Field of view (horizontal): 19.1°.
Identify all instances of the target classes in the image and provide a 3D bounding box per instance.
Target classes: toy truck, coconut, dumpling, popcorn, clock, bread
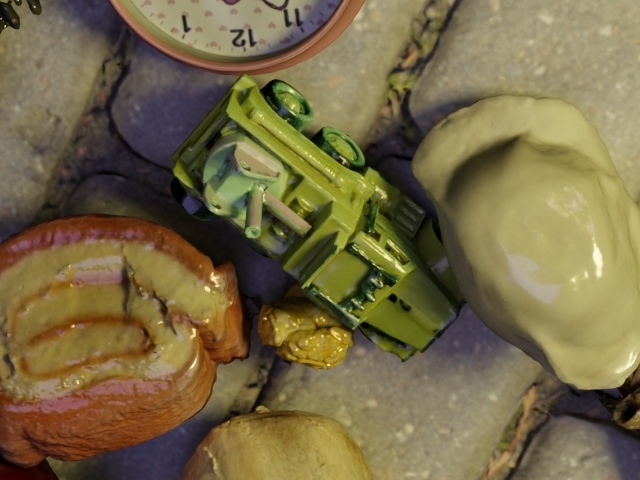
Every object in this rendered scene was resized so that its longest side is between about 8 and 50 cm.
[{"bbox_3d":[0.003,0.001,1.514,0.259,0.135,0.128,37,114,-15],"label":"toy truck"},{"bbox_3d":[-0.035,0.230,1.608,0.194,0.194,0.194,5,113,12],"label":"coconut"},{"bbox_3d":[0.177,-0.001,1.479,0.162,0.132,0.250,-32,84,-6],"label":"dumpling"},{"bbox_3d":[-0.017,0.081,1.598,0.084,0.084,0.084,5,113,12],"label":"popcorn"},{"bbox_3d":[-0.071,-0.246,1.482,0.244,0.056,0.244,4,112,11],"label":"clock"},{"bbox_3d":[-0.174,0.074,1.586,0.244,0.123,0.190,-15,78,6],"label":"bread"}]

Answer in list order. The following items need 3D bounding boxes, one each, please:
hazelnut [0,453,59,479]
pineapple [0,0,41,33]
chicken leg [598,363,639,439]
[{"bbox_3d":[-0.301,0.287,1.675,0.234,0.218,0.218,50,118,24],"label":"hazelnut"},{"bbox_3d":[-0.310,-0.188,1.520,0.158,0.158,0.278,38,105,-4],"label":"pineapple"},{"bbox_3d":[0.286,0.139,1.545,0.125,0.080,0.196,14,116,-6],"label":"chicken leg"}]
